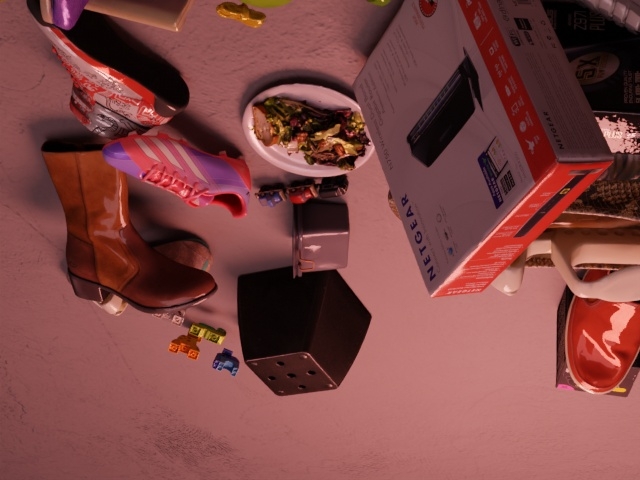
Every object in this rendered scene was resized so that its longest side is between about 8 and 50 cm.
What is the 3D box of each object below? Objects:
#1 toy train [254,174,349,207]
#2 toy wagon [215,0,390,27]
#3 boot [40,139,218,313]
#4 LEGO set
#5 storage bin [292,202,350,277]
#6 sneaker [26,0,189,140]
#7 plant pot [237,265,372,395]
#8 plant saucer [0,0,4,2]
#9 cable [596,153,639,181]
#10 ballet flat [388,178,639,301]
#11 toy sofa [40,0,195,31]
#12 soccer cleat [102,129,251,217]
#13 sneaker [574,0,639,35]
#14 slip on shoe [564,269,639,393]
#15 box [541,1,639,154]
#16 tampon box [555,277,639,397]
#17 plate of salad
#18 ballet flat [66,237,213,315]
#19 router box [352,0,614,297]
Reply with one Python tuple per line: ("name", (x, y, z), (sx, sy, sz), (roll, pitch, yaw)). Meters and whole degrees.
("toy train", (-0.031, -0.074, 1.733), (0.158, 0.036, 0.027), (-7, 140, 22))
("toy wagon", (-0.017, -0.349, 1.285), (0.267, 0.068, 0.344), (13, 160, -31))
("boot", (-0.299, -0.031, 1.769), (0.264, 0.096, 0.280), (10, 122, 22))
("LEGO set", (-0.213, 0.180, 2.090), (0.227, 0.093, 0.087), (23, 111, -9))
("storage bin", (0.000, 0.000, 1.787), (0.091, 0.098, 0.135), (-1, 143, -2))
("sneaker", (-0.327, -0.235, 1.545), (0.145, 0.090, 0.270), (-27, 133, 36))
("plant pot", (-0.037, 0.167, 1.949), (0.188, 0.167, 0.187), (-12, 139, 25))
("plant saucer", (-0.402, -0.401, 1.379), (0.188, 0.045, 0.188), (-15, 137, 30))
("cable", (0.333, -0.135, 1.522), (0.257, 0.089, 0.257), (13, 143, -6))
("ballet flat", (0.323, -0.005, 1.470), (0.482, 0.182, 0.164), (3, 143, 9))
("toy sofa", (-0.232, -0.394, 1.218), (0.150, 0.177, 0.362), (15, 144, 14))
("soccer cleat", (-0.205, -0.096, 1.639), (0.248, 0.095, 0.083), (11, 153, -40))
("sneaker", (0.361, -0.320, 1.290), (0.228, 0.086, 0.132), (32, 104, 11))
("slip on shoe", (0.448, 0.088, 1.657), (0.123, 0.101, 0.331), (16, 113, 2))
("box", (0.337, -0.200, 1.356), (0.147, 0.180, 0.077), (5, 145, 8))
("tampon box", (0.455, 0.159, 1.823), (0.120, 0.161, 0.101), (8, 144, 5))
("plate of salad", (-0.017, -0.151, 1.619), (0.199, 0.048, 0.200), (6, 143, 5))
("ballet flat", (-0.333, 0.072, 1.943), (0.316, 0.106, 0.107), (-15, 137, 30))
("router box", (0.178, -0.147, 1.338), (0.082, 0.335, 0.301), (-4, 150, -27))
